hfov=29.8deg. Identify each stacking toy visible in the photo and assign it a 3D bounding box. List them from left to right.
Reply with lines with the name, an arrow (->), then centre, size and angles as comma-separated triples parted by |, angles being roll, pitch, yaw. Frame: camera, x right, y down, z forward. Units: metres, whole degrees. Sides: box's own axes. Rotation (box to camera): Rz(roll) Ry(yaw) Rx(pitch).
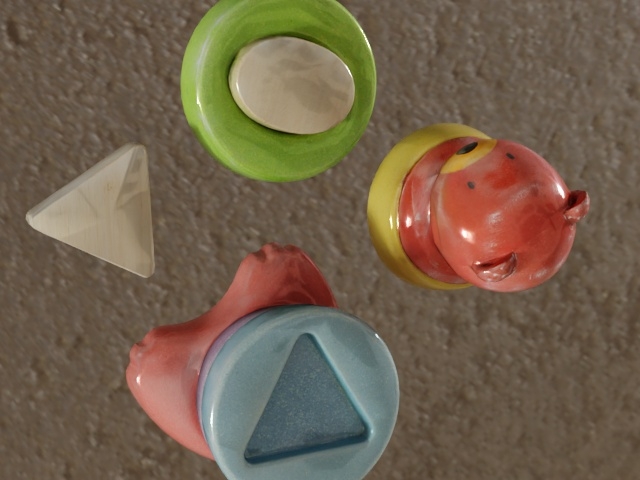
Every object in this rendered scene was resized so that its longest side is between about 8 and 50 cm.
stacking toy -> 0.000, 0.000, 0.760 | 0.309, 0.130, 0.279 | -47, 114, -10
